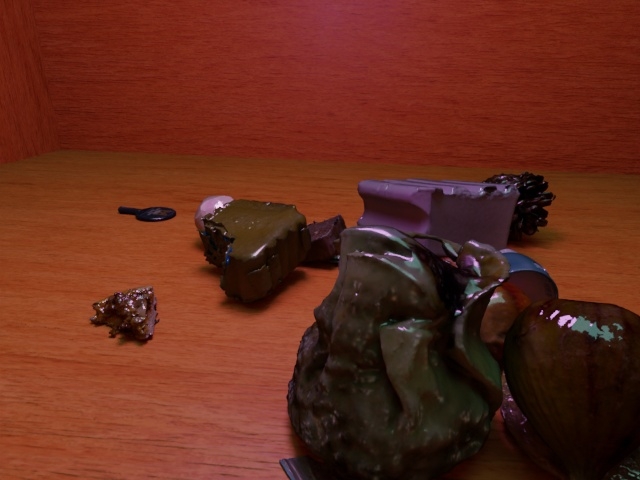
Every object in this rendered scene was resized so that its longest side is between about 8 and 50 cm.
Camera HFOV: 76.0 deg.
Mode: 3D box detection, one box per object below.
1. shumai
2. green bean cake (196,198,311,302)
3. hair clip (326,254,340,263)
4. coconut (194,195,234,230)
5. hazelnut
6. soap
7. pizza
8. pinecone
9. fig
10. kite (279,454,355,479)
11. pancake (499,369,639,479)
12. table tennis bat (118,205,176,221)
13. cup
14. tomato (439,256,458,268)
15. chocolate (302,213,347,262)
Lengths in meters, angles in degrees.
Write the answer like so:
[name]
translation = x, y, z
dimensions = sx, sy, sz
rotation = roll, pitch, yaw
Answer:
[shumai]
translation = 0.111, 0.138, 0.669
dimensions = 0.395, 0.348, 0.395
rotation = -4, 21, 1
[green bean cake]
translation = -0.209, 0.034, 1.138
dimensions = 0.310, 0.202, 0.285
rotation = 14, 37, 30
[hair clip]
translation = 0.098, 0.071, 1.254
dimensions = 0.173, 0.049, 0.049
rotation = 13, 24, 29
[coconut]
translation = -0.330, -0.072, 1.362
dimensions = 0.171, 0.171, 0.183
rotation = -16, 70, -37
[hazelnut]
translation = 0.363, 0.174, 0.865
dimensions = 0.182, 0.182, 0.182
rotation = 2, 22, -1
[soap]
translation = 0.357, -0.094, 1.364
dimensions = 0.350, 0.212, 0.435
rotation = -6, 14, -22
[pizza]
translation = -0.433, 0.162, 0.935
dimensions = 0.154, 0.069, 0.194
rotation = -14, 25, -37
[pinecone]
translation = 0.696, -0.125, 1.509
dimensions = 0.298, 0.242, 0.296
rotation = -22, 27, -5
[fig]
translation = 0.346, 0.245, 0.559
dimensions = 0.217, 0.217, 0.320
rotation = 13, 62, 26
[kite]
translation = 0.100, 0.352, 0.586
dimensions = 0.335, 0.011, 0.314
rotation = 6, 22, 9
[pancake]
translation = 0.495, 0.290, 0.674
dimensions = 0.387, 0.082, 0.387
rotation = -5, 24, 2
[table tennis bat]
translation = -0.704, -0.112, 1.660
dimensions = 0.236, 0.027, 0.150
rotation = 7, 23, 7
[cup]
translation = 0.474, 0.105, 1.019
dimensions = 0.300, 0.167, 0.173
rotation = 33, 25, -5
[tomato]
translation = 0.335, 0.110, 1.118
dimensions = 0.225, 0.085, 0.225
rotation = 1, 25, 0
[chocolate]
translation = 0.000, 0.000, 1.308
dimensions = 0.148, 0.093, 0.214
rotation = -18, 18, 25
